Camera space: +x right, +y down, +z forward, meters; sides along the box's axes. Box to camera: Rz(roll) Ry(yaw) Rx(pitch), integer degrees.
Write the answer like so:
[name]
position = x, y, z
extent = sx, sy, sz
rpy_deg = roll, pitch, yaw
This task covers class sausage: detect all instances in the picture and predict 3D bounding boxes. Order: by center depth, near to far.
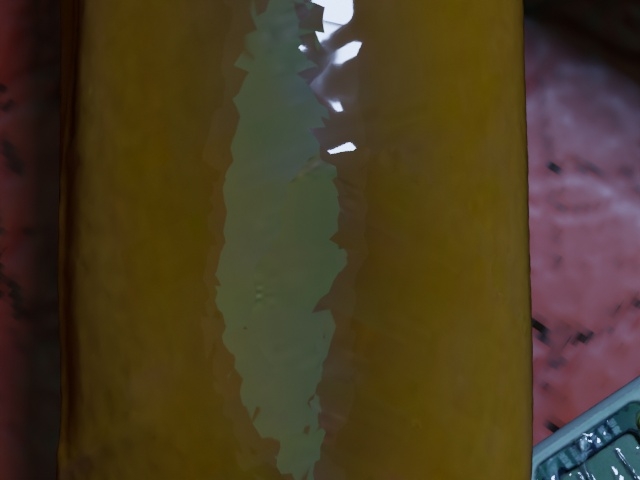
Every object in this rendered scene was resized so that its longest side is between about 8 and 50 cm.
[sausage]
position = -0.006, 0.001, 0.394
extent = 0.112, 0.112, 0.328
rpy_deg = -1, 80, 3

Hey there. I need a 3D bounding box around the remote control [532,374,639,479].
[remote control]
position = 0.110, 0.044, 0.421
extent = 0.124, 0.018, 0.053
rpy_deg = -32, 79, -4
